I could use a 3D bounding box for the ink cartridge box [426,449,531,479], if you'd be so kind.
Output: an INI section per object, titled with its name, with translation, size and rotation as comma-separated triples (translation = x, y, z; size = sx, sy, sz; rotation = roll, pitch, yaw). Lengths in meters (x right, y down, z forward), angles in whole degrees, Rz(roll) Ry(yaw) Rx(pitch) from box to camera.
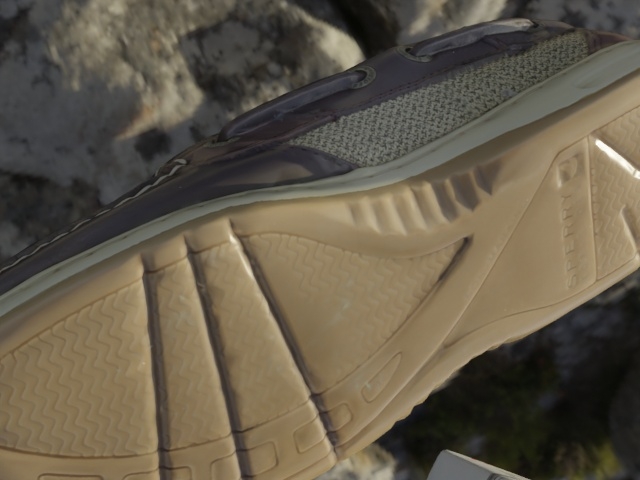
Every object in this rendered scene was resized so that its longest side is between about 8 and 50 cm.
[ink cartridge box]
translation = 0.218, 0.281, 1.157
size = 0.207, 0.283, 0.117
rotation = 23, 86, -20

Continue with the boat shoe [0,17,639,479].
[boat shoe]
translation = 0.000, 0.000, 0.446
size = 0.285, 0.092, 0.102
rotation = -26, 126, -21
